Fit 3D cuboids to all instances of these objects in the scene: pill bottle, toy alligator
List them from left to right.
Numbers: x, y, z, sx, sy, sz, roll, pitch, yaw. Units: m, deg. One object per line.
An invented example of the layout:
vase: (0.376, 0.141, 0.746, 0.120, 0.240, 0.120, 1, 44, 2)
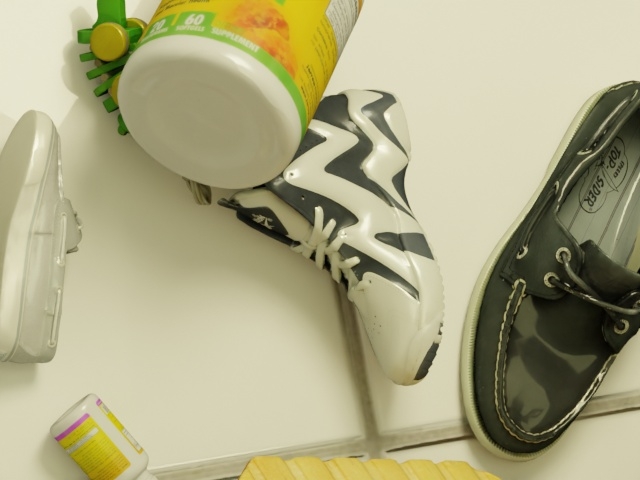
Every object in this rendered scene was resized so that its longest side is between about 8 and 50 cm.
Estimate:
pill bottle: (-0.154, 0.154, 1.426, 0.043, 0.043, 0.083, -42, 95, -23)
toy alligator: (-0.141, -0.106, 1.487, 0.051, 0.056, 0.190, -21, 95, 21)
pill bottle: (-0.045, -0.168, 1.463, 0.136, 0.136, 0.246, 33, 49, -12)

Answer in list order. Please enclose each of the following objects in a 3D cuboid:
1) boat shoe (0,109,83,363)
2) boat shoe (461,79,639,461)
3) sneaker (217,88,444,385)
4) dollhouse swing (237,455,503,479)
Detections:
boat shoe: (-0.205, -0.001, 1.432, 0.063, 0.066, 0.184, 14, 71, -33)
boat shoe: (0.219, 0.014, 1.562, 0.127, 0.113, 0.340, 35, 69, -12)
sneaker: (0.000, 0.000, 1.492, 0.153, 0.094, 0.235, -4, 80, -21)
dollhouse swing: (0.157, 0.203, 1.283, 0.346, 0.315, 0.305, 7, 49, -40)
